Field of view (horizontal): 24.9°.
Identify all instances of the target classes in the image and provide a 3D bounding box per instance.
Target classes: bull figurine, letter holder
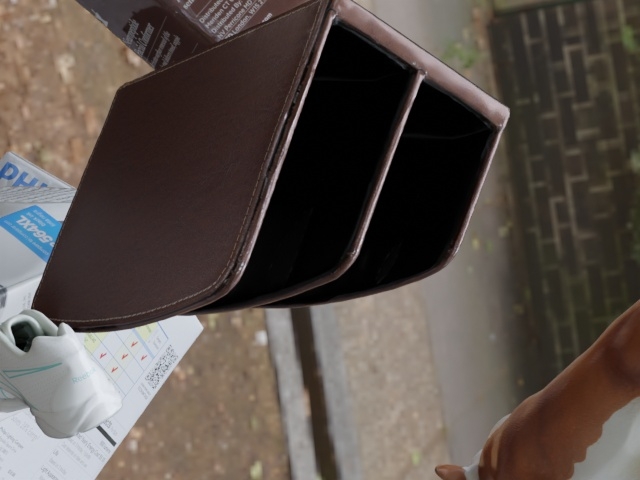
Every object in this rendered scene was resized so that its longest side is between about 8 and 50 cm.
[{"bbox_3d":[0.196,0.154,1.003,0.101,0.310,0.188,14,40,-27],"label":"bull figurine"},{"bbox_3d":[-0.050,-0.009,0.984,0.152,0.302,0.214,30,68,-26],"label":"letter holder"}]

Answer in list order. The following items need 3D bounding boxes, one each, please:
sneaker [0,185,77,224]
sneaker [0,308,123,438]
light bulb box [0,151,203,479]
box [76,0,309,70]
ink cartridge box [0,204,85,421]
[{"bbox_3d":[-0.345,0.013,1.398,0.126,0.321,0.127,-140,-131,-76],"label":"sneaker"},{"bbox_3d":[-0.166,0.065,0.802,0.054,0.152,0.061,-34,114,-37],"label":"sneaker"},{"bbox_3d":[-0.371,0.143,1.857,0.361,0.225,0.358,-55,160,-16],"label":"light bulb box"},{"bbox_3d":[-0.191,-0.307,1.431,0.381,0.143,0.191,42,-15,-4],"label":"box"},{"bbox_3d":[-0.288,0.077,1.145,0.203,0.086,0.148,-23,139,-42],"label":"ink cartridge box"}]
